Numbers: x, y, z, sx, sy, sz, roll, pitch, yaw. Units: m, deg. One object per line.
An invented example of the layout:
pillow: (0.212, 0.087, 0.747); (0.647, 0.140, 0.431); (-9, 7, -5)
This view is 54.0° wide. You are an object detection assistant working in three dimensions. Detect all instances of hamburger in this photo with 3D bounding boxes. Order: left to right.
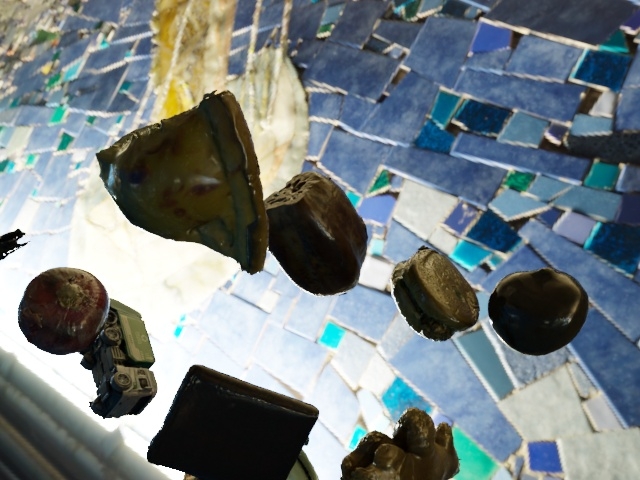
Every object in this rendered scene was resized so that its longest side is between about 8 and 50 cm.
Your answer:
hamburger: (0.225, 0.120, 1.295); (0.189, 0.122, 0.215); (47, -152, -7)

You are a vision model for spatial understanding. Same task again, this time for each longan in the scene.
longan: (0.419, 0.135, 1.215); (0.189, 0.189, 0.189); (24, 171, 4)

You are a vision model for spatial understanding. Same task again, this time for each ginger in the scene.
ginger: (0.172, 0.438, 1.287); (0.166, 0.236, 0.376); (-5, -175, 30)

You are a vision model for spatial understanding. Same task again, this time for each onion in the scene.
onion: (-0.465, 0.136, 1.135); (0.160, 0.159, 0.195); (26, 144, -13)

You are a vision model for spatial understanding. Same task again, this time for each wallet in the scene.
wallet: (-0.137, 0.303, 0.984); (0.229, 0.181, 0.049); (26, -173, -20)

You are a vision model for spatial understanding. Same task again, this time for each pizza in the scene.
pizza: (-0.146, -0.040, 0.683); (0.188, 0.204, 0.080); (-14, -163, 20)

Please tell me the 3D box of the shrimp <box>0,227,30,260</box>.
shrimp: (-0.713, 0.135, 1.132); (0.272, 0.445, 0.085); (48, 165, 17)

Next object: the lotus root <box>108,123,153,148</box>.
lotus root: (-0.432, -0.170, 1.508); (0.138, 0.234, 0.118); (-8, 131, 0)

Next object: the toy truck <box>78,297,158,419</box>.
toy truck: (-0.412, 0.235, 1.278); (0.124, 0.114, 0.253); (14, -144, -45)

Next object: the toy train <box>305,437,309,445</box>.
toy train: (-0.063, 0.506, 1.643); (0.057, 0.038, 0.093); (-6, 136, 10)

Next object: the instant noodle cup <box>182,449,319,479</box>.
instant noodle cup: (-0.120, 0.475, 1.199); (0.230, 0.182, 0.230); (49, -175, -6)

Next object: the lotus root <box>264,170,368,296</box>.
lotus root: (-0.001, -0.006, 1.241); (0.193, 0.193, 0.290); (16, 148, 42)
